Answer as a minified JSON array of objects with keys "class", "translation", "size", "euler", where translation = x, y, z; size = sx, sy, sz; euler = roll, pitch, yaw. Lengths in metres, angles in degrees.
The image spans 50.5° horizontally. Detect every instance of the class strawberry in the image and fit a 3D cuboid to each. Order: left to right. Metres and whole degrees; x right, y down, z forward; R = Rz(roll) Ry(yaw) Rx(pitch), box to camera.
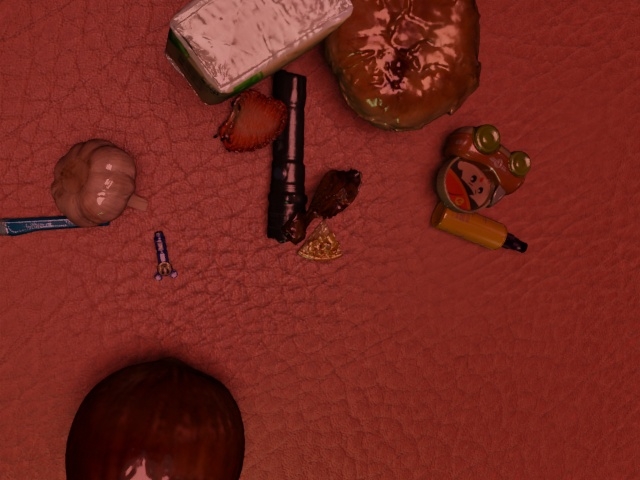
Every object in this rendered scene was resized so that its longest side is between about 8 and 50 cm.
[{"class":"strawberry","translation":[-0.146,-0.265,1.620],"size":[0.087,0.208,0.167],"euler":[19,101,-50]}]

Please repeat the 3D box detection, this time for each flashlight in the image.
[{"class":"flashlight","translation":[-0.387,0.038,1.664],"size":[0.057,0.035,0.121],"euler":[-9,99,-11]},{"class":"flashlight","translation":[-0.079,-0.206,1.676],"size":[0.103,0.103,0.423],"euler":[0,96,-13]}]

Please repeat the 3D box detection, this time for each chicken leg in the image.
[{"class":"chicken leg","translation":[-0.002,-0.088,1.646],"size":[0.304,0.093,0.113],"euler":[-40,144,-45]}]

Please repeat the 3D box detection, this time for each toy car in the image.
[{"class":"toy car","translation":[0.401,-0.166,1.754],"size":[0.235,0.145,0.234],"euler":[-1,92,-17]}]

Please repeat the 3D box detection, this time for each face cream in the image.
[{"class":"face cream","translation":[0.434,-0.026,1.821],"size":[0.274,0.078,0.078],"euler":[21,91,-14]}]

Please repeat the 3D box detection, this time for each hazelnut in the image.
[{"class":"hazelnut","translation":[-0.373,0.479,1.573],"size":[0.421,0.352,0.420],"euler":[11,59,-20]}]

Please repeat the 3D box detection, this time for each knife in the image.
[{"class":"knife","translation":[-0.649,-0.037,1.604],"size":[0.297,0.026,0.044],"euler":[-4,100,-15]}]

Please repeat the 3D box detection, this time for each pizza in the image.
[{"class":"pizza","translation":[0.000,0.000,1.753],"size":[0.123,0.026,0.108],"euler":[2,94,-12]}]

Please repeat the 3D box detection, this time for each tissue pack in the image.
[{"class":"tissue pack","translation":[-0.154,-0.454,1.475],"size":[0.332,0.405,0.205],"euler":[-37,106,-6]}]

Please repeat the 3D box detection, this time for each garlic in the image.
[{"class":"garlic","translation":[-0.494,-0.118,1.577],"size":[0.212,0.219,0.218],"euler":[27,90,-55]}]

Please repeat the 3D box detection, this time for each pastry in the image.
[{"class":"pastry","translation":[0.197,-0.467,1.632],"size":[0.410,0.245,0.409],"euler":[-1,98,-10]}]
